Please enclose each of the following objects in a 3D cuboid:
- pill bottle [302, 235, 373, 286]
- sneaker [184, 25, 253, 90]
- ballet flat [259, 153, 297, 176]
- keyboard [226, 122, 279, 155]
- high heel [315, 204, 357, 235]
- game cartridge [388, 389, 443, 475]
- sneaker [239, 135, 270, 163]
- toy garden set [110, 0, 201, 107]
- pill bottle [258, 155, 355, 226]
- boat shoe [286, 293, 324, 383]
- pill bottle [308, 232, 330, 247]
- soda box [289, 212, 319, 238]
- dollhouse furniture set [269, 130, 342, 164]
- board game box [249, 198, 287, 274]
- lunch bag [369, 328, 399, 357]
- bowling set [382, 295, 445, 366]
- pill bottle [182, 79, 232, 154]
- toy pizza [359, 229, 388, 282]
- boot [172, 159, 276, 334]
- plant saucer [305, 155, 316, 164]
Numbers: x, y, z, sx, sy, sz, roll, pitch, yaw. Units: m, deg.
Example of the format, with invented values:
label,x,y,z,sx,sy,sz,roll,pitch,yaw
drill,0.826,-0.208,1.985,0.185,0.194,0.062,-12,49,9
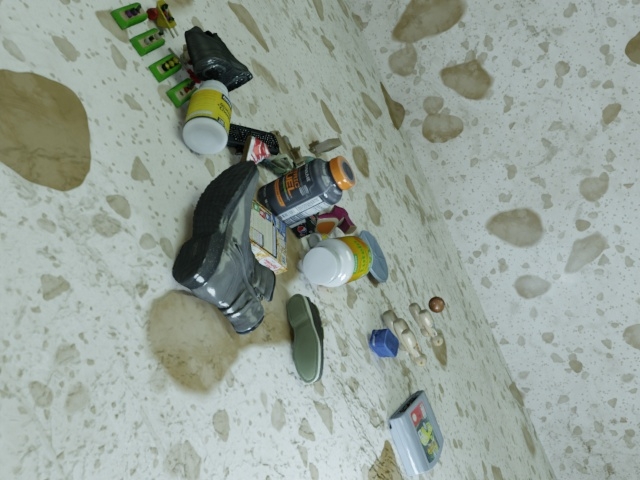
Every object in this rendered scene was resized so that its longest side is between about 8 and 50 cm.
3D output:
label,x,y,z,sx,sy,sz,roll,pitch,yaw
pill bottle,0.048,0.060,1.621,0.245,0.136,0.136,-9,76,-65
sneaker,-0.260,-0.467,1.470,0.130,0.109,0.286,65,8,4
ballet flat,-0.131,-0.237,1.618,0.188,0.070,0.070,26,45,-55
keyboard,-0.179,-0.267,1.510,0.192,0.038,0.100,3,63,-42
high heel,0.019,-0.076,1.789,0.117,0.082,0.244,49,28,24
game cartridge,0.303,0.595,1.759,0.294,0.060,0.196,-8,79,-65
sneaker,-0.170,-0.202,1.464,0.067,0.042,0.118,19,86,-36
toy garden set,-0.361,-0.465,1.371,0.244,0.049,0.204,56,26,-20
pill bottle,-0.032,-0.133,1.500,0.130,0.245,0.130,46,30,-37
boat shoe,-0.024,0.237,1.376,0.068,0.081,0.228,30,39,-47
pill bottle,0.000,0.000,1.692,0.083,0.043,0.043,-1,69,-65
soda box,-0.041,-0.081,1.662,0.053,0.060,0.169,52,27,-27
dollhouse furniture set,-0.043,-0.315,1.766,0.123,0.151,0.144,64,22,-2
board game box,-0.155,-0.022,1.391,0.193,0.045,0.147,41,34,-44
lunch bag,0.192,0.318,1.771,0.098,0.065,0.067,51,42,-33
bowling set,0.336,0.289,1.830,0.154,0.200,0.287,63,-1,-12
pill bottle,-0.263,-0.297,1.351,0.103,0.103,0.184,45,32,-39
toy pizza,0.182,0.059,2.028,0.201,0.032,0.201,47,29,-36
boot,-0.172,0.012,1.224,0.223,0.118,0.338,48,50,-39
plant saucer,-0.010,-0.233,1.916,0.119,0.021,0.119,45,32,-38
